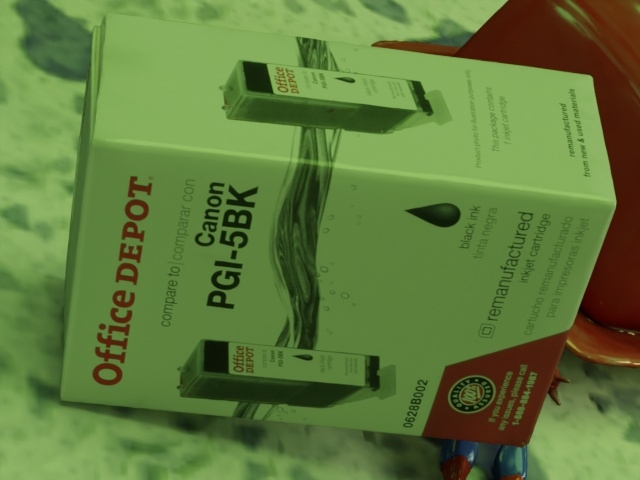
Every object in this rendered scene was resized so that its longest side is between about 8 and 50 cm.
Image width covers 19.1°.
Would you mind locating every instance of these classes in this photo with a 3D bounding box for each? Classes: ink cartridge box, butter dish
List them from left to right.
[{"bbox_3d":[0.000,0.000,0.516,0.135,0.099,0.056,6,42,-7],"label":"ink cartridge box"},{"bbox_3d":[0.125,-0.042,0.646,0.160,0.118,0.160,5,42,-40],"label":"butter dish"}]

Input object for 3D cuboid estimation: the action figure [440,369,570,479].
[{"bbox_3d":[0.053,0.043,0.581,0.038,0.030,0.115,15,36,-10],"label":"action figure"}]
